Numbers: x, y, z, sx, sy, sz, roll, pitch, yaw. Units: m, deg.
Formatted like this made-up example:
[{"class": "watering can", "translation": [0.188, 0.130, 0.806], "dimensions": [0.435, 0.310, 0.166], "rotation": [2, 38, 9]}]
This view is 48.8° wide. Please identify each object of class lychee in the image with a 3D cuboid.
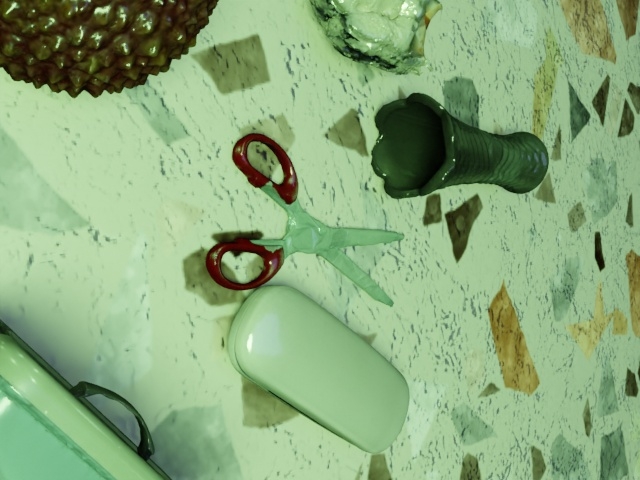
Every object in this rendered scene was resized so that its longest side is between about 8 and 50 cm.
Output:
[{"class": "lychee", "translation": [-0.156, -0.181, 0.458], "dimensions": [0.188, 0.188, 0.188], "rotation": [1, 89, -42]}]

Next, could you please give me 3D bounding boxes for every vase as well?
[{"class": "vase", "translation": [0.173, -0.097, 0.805], "dimensions": [0.237, 0.115, 0.116], "rotation": [0, 90, -45]}]

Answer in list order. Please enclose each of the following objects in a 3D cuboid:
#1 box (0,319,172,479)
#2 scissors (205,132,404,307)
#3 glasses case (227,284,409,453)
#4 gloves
[{"class": "box", "translation": [-0.169, 0.154, 0.452], "dimensions": [0.130, 0.162, 0.227], "rotation": [-47, 120, -20]}, {"class": "scissors", "translation": [0.000, 0.000, 0.700], "dimensions": [0.247, 0.017, 0.145], "rotation": [22, 76, -42]}, {"class": "glasses case", "translation": [0.006, 0.126, 0.672], "dimensions": [0.233, 0.059, 0.092], "rotation": [39, 65, -35]}, {"class": "gloves", "translation": [0.050, -0.226, 0.711], "dimensions": [0.153, 0.070, 0.115], "rotation": [15, 86, -41]}]
